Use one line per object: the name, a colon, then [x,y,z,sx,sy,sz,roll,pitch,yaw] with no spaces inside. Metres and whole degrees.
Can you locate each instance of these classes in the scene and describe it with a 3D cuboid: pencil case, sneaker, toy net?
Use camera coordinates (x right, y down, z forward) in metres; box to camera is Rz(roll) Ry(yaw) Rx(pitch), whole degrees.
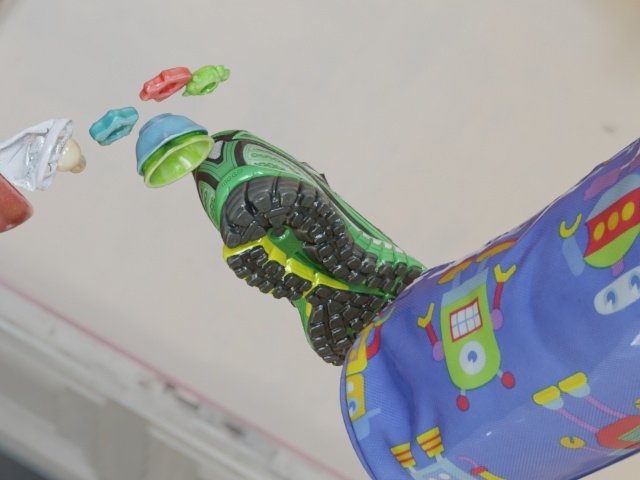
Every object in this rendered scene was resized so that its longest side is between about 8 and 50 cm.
pencil case: [0.129,0.027,0.874,0.119,0.133,0.306,-2,156,-34]
sneaker: [0.000,0.000,1.834,0.134,0.146,0.343,-35,141,6]
toy net: [-0.165,-0.077,1.531,0.232,0.045,0.122,-18,160,-46]

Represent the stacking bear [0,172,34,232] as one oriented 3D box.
stacking bear: [-0.355,0.026,1.364,0.289,0.175,0.164,-45,145,-5]
